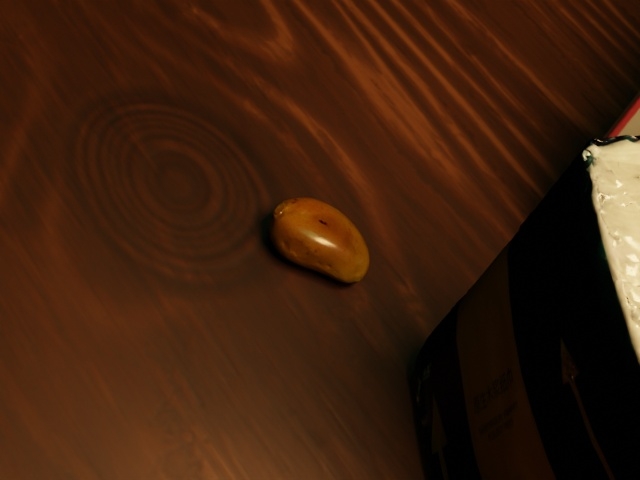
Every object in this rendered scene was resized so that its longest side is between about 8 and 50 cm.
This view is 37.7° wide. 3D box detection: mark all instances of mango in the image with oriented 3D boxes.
[{"bbox_3d":[0.000,0.000,0.959,0.114,0.060,0.080,35,40,11],"label":"mango"}]

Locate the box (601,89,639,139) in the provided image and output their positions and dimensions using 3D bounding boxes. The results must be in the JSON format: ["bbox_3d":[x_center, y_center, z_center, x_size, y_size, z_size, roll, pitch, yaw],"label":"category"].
[{"bbox_3d":[0.455,-0.058,0.968,0.314,0.312,0.300,42,58,12],"label":"box"}]

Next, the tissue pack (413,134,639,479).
[{"bbox_3d":[0.259,0.113,0.737,0.264,0.416,0.253,-3,63,-13],"label":"tissue pack"}]
